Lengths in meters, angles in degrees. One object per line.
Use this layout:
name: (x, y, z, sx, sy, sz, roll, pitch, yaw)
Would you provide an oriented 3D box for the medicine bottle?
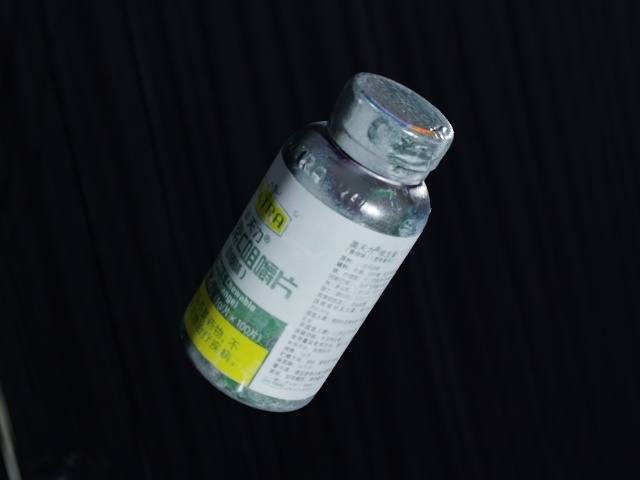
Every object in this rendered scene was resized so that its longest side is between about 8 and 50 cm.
medicine bottle: (0.000, 0.000, 1.382, 0.141, 0.293, 0.141, 27, -156, -13)
